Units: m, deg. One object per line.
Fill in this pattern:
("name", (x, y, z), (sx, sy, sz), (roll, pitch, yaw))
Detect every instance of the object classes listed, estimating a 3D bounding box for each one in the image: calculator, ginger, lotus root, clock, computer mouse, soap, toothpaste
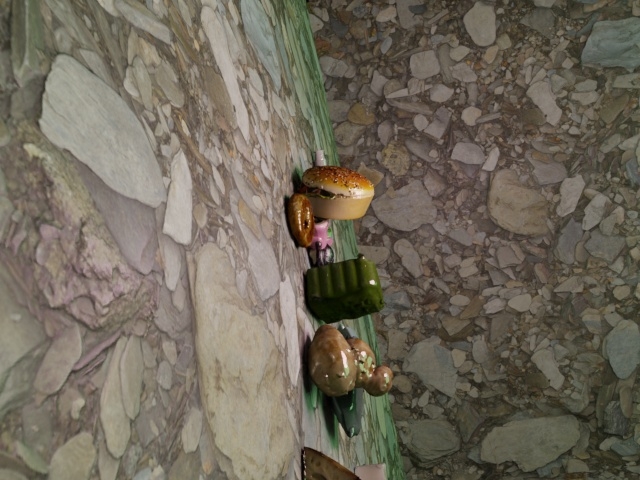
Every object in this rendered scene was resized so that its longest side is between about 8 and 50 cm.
("calculator", (0.128, 0.462, 1.863), (0.295, 0.042, 0.184), (-115, -154, -48))
("ginger", (0.089, 0.386, 1.432), (0.303, 0.155, 0.245), (21, 20, -36))
("lotus root", (0.035, 0.631, 1.085), (0.075, 0.170, 0.261), (61, 25, -50))
("clock", (0.000, 0.000, 1.762), (0.194, 0.100, 0.196), (-73, 158, -69))
("computer mouse", (0.086, 0.510, 1.601), (0.371, 0.121, 0.188), (-84, 160, -47))
("soap", (0.201, 0.956, 1.737), (0.064, 0.121, 0.183), (56, 25, -62))
("toothpaste", (0.014, -0.281, 2.265), (0.100, 0.066, 0.324), (-35, 118, -84))

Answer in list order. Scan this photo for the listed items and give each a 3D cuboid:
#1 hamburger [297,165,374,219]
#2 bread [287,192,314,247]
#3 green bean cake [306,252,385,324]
("hamburger", (0.058, -0.193, 1.753), (0.300, 0.299, 0.176), (-74, 172, -69))
("bread", (-0.069, -0.070, 1.563), (0.193, 0.063, 0.194), (-6, 90, -76))
("green bean cake", (0.090, 0.182, 1.610), (0.247, 0.249, 0.157), (63, 18, -59))
